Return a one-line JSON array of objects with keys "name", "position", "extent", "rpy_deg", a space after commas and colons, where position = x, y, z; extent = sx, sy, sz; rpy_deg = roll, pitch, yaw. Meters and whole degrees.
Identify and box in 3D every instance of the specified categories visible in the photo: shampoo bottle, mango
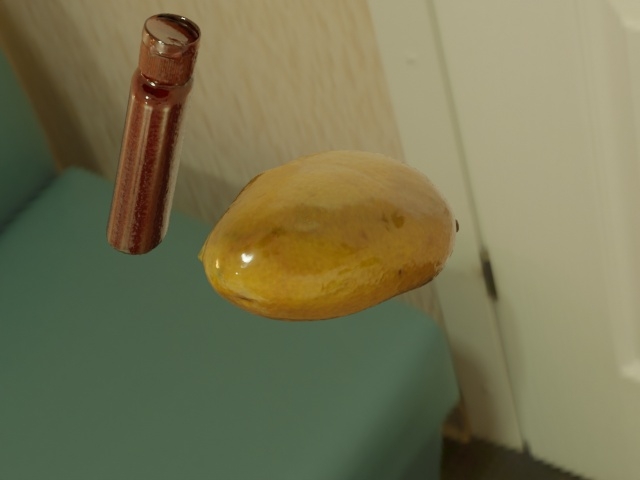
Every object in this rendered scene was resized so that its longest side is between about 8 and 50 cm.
[{"name": "shampoo bottle", "position": [-0.173, -0.112, 1.756], "extent": [0.064, 0.260, 0.102], "rpy_deg": [18, 39, 3]}, {"name": "mango", "position": [0.000, 0.000, 1.145], "extent": [0.147, 0.109, 0.227], "rpy_deg": [20, 22, 32]}]
